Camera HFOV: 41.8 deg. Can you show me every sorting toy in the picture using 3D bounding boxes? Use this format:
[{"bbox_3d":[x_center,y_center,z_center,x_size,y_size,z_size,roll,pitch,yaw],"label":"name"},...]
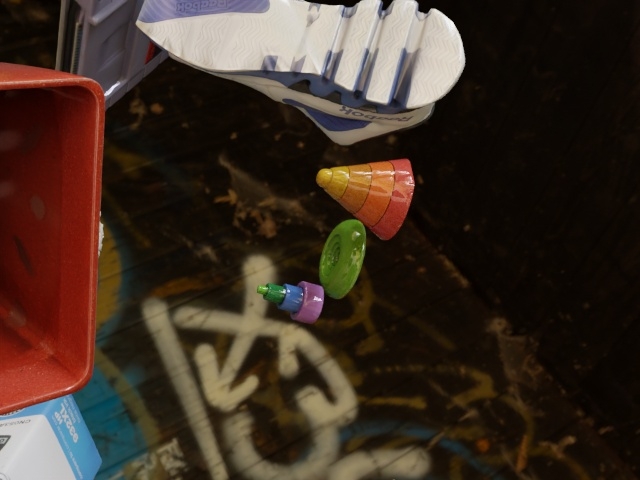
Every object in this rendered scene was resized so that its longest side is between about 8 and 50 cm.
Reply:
[{"bbox_3d":[0.000,0.000,1.262,0.365,0.126,0.127,126,-27,-43],"label":"sorting toy"}]

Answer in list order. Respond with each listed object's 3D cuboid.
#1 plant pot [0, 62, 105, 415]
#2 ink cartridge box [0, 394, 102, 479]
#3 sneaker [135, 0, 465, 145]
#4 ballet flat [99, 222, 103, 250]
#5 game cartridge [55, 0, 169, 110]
[{"bbox_3d":[-0.347,-0.019,0.642,0.236,0.267,0.267,30,-59,40],"label":"plant pot"},{"bbox_3d":[-0.404,0.302,0.895,0.307,0.223,0.129,-77,153,-67],"label":"ink cartridge box"},{"bbox_3d":[-0.018,-0.171,0.841,0.316,0.127,0.182,19,-12,10],"label":"sneaker"},{"bbox_3d":[-0.496,-0.045,1.214,0.147,0.409,0.146,-28,-128,43],"label":"ballet flat"},{"bbox_3d":[-0.244,-0.292,1.088,0.068,0.230,0.355,45,-28,1],"label":"game cartridge"}]
